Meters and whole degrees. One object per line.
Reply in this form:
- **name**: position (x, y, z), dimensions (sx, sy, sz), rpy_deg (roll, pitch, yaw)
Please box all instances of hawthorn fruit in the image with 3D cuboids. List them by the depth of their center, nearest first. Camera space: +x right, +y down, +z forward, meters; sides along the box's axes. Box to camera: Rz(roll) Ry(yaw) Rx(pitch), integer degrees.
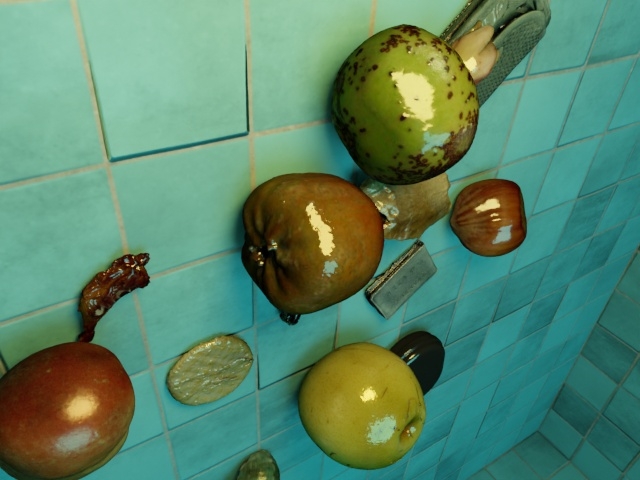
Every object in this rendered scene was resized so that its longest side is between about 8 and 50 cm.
- **hawthorn fruit**: position (0.000, 0.000, 1.006), dimensions (0.301, 0.268, 0.267), rpy_deg (-8, 127, -37)

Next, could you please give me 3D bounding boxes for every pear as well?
- **pear**: position (0.115, 0.453, 1.419), dimensions (0.348, 0.348, 0.348), rpy_deg (-22, 134, -24)

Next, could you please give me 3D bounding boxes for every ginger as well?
- **ginger**: position (0.187, -0.102, 1.169), dimensions (0.276, 0.130, 0.221), rpy_deg (5, 108, -40)

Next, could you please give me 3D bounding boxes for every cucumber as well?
- **cucumber**: position (-0.045, 0.130, 1.225), dimensions (0.053, 0.053, 0.181), rpy_deg (15, 110, -45)

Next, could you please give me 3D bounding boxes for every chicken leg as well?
- **chicken leg**: position (-0.383, 0.102, 0.925), dimensions (0.219, 0.048, 0.089), rpy_deg (-47, 136, 2)

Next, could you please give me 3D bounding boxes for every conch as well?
- **conch**: position (-0.206, 0.789, 1.552), dimensions (0.220, 0.195, 0.277), rpy_deg (-39, 120, -50)

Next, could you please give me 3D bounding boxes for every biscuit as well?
- **biscuit**: position (-0.255, 0.310, 1.211), dimensions (0.220, 0.033, 0.220), rpy_deg (-21, 133, -24)

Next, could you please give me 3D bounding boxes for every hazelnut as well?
- **hazelnut**: position (0.455, -0.061, 1.390), dimensions (0.186, 0.210, 0.210), rpy_deg (-15, 135, -61)

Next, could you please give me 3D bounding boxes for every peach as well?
- **peach**: position (-0.450, 0.299, 0.888), dimensions (0.252, 0.252, 0.252), rpy_deg (-22, 134, -24)

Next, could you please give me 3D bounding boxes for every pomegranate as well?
- **pomegranate**: position (0.189, -0.264, 0.927), dimensions (0.341, 0.285, 0.285), rpy_deg (-35, 138, -8)

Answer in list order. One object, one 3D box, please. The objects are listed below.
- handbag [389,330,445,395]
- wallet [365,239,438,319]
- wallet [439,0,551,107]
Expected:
- **handbag**: position (0.298, 0.432, 1.715), dimensions (0.254, 0.093, 0.308), rpy_deg (-23, 135, -21)
- **wallet**: position (0.231, 0.117, 1.445), dimensions (0.222, 0.036, 0.167), rpy_deg (-42, 139, -4)
- **wallet**: position (0.359, -0.409, 1.097), dimensions (0.342, 0.075, 0.237), rpy_deg (-49, 142, 4)
